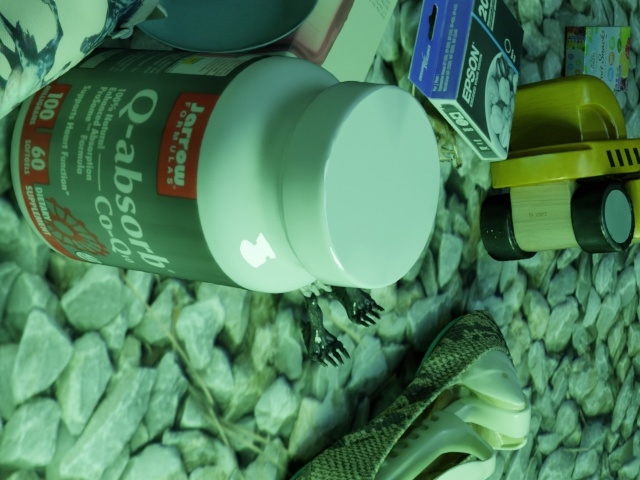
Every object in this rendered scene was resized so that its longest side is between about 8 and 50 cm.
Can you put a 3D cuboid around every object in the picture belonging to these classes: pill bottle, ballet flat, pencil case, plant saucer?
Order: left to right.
[{"bbox_3d":[-0.287,-0.167,1.222,0.183,0.160,0.410,55,52,-17],"label":"pencil case"},{"bbox_3d":[-0.096,-0.236,1.447,0.195,0.195,0.037,-51,154,-34],"label":"plant saucer"},{"bbox_3d":[-0.088,-0.065,1.330,0.210,0.363,0.210,-12,105,-51],"label":"pill bottle"},{"bbox_3d":[0.153,0.247,1.844,0.483,0.182,0.164,-37,123,-43],"label":"ballet flat"}]

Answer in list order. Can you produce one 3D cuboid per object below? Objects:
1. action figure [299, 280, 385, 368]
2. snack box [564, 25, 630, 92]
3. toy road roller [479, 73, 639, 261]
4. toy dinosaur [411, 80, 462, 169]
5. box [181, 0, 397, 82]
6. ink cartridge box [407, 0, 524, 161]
[{"bbox_3d":[0.000,0.000,1.641,0.164,0.141,0.275,-40,129,-26],"label":"action figure"},{"bbox_3d":[0.413,-0.269,2.201,0.141,0.037,0.100,-10,103,-51],"label":"snack box"},{"bbox_3d":[0.370,-0.106,2.053,0.330,0.203,0.240,-8,92,-50],"label":"toy road roller"},{"bbox_3d":[0.143,-0.141,1.882,0.183,0.053,0.092,17,67,-57],"label":"toy dinosaur"},{"bbox_3d":[-0.034,-0.218,1.541,0.127,0.149,0.232,46,58,-46],"label":"box"},{"bbox_3d":[0.191,-0.239,1.887,0.208,0.045,0.206,40,53,-47],"label":"ink cartridge box"}]
